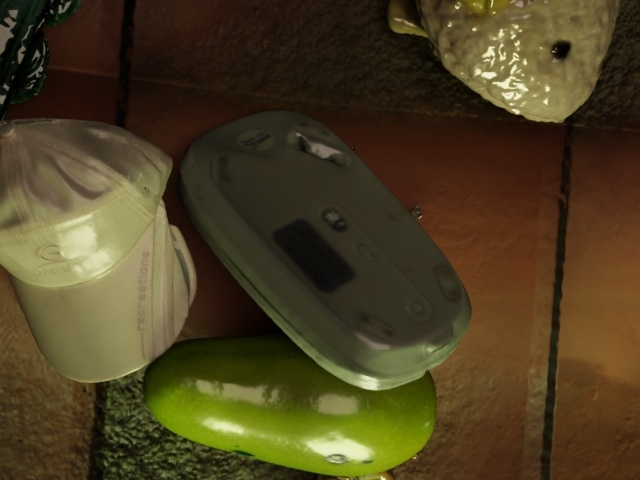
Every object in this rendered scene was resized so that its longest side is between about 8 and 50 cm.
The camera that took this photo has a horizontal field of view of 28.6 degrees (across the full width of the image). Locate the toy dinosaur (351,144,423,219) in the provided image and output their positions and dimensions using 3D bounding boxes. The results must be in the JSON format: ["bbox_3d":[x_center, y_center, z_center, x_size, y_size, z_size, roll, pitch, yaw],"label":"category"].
[{"bbox_3d":[0.061,0.006,1.323,0.108,0.032,0.220,-17,98,-19],"label":"toy dinosaur"}]

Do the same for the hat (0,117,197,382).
[{"bbox_3d":[-0.238,0.016,1.133,0.219,0.164,0.226,-12,80,18],"label":"hat"}]

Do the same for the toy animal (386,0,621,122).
[{"bbox_3d":[0.200,-0.303,1.281,0.226,0.188,0.359,-1,90,-23],"label":"toy animal"}]

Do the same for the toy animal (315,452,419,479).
[{"bbox_3d":[0.029,0.282,1.302,0.099,0.057,0.241,20,85,-16],"label":"toy animal"}]

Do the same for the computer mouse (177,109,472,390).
[{"bbox_3d":[-0.001,0.004,1.211,0.197,0.095,0.331,-27,66,-31],"label":"computer mouse"}]

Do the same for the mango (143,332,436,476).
[{"bbox_3d":[-0.029,0.153,1.220,0.293,0.175,0.143,7,79,-15],"label":"mango"}]

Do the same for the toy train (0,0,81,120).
[{"bbox_3d":[-0.301,-0.261,1.153,0.178,0.138,0.330,23,83,-12],"label":"toy train"}]
